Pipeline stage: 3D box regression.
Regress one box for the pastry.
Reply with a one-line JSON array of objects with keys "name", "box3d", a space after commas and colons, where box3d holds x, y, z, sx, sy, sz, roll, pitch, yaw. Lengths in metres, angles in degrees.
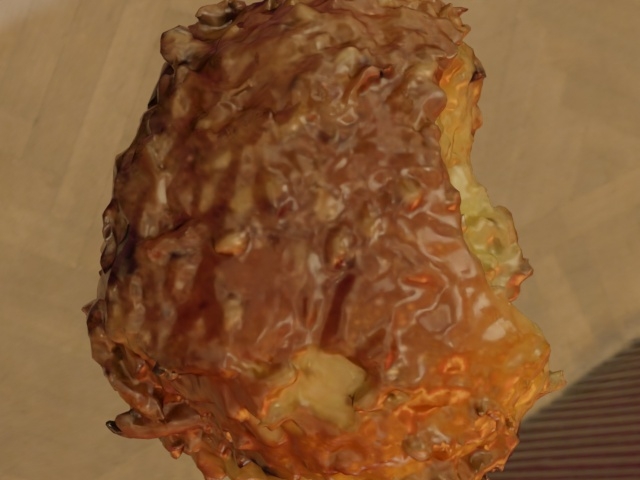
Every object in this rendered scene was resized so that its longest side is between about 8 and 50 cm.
[{"name": "pastry", "box3d": [-0.011, 0.013, 0.990, 0.337, 0.292, 0.405, -17, 75, 16]}]
